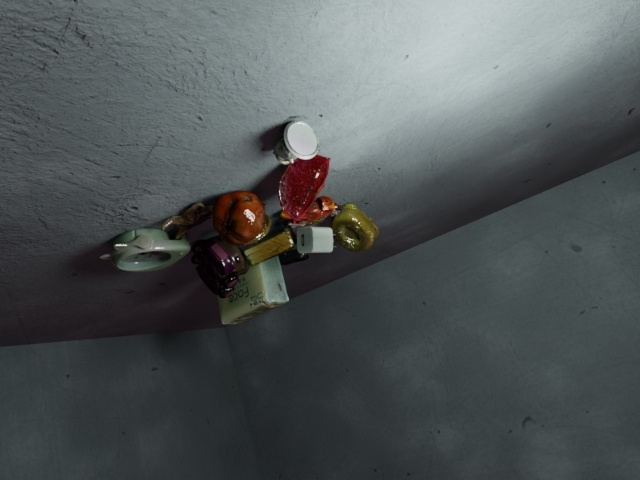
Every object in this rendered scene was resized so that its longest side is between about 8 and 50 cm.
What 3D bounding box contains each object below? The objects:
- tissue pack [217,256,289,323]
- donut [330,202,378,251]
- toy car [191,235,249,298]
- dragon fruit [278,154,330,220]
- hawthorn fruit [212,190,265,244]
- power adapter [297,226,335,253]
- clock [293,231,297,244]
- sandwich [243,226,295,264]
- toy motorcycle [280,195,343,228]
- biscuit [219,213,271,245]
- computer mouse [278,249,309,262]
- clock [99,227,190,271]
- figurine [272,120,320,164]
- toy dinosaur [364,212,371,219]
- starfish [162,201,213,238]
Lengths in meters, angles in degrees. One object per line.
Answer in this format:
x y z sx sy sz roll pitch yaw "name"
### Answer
-0.416 0.275 2.489 0.404 0.332 0.205 -29 156 31 "tissue pack"
0.166 -0.055 2.192 0.208 0.261 0.128 -39 -164 36 "donut"
-0.465 0.104 2.084 0.240 0.271 0.341 -36 168 -35 "toy car"
-0.061 -0.221 1.620 0.262 0.134 0.211 -61 166 13 "dragon fruit"
-0.294 -0.109 1.668 0.207 0.208 0.243 -34 -175 42 "hawthorn fruit"
0.000 0.000 2.093 0.204 0.130 0.125 3 174 -41 "power adapter"
-0.228 0.012 2.347 0.214 0.042 0.215 -17 163 -5 "clock"
-0.247 0.028 2.081 0.248 0.095 0.273 -25 -172 2 "sandwich"
-0.038 -0.133 2.002 0.297 0.089 0.171 -17 162 -3 "toy motorcycle"
-0.318 -0.058 1.785 0.225 0.226 0.042 -16 132 -9 "biscuit"
-0.178 0.099 2.620 0.217 0.074 0.122 -16 162 16 "computer mouse"
-0.740 0.039 1.780 0.265 0.109 0.324 -27 160 32 "clock"
-0.091 -0.302 1.387 0.132 0.133 0.153 -7 173 -34 "figurine"
0.176 -0.108 2.275 0.187 0.107 0.044 -22 166 9 "toy dinosaur"
-0.524 -0.082 1.708 0.215 0.071 0.238 4 143 -40 "starfish"
